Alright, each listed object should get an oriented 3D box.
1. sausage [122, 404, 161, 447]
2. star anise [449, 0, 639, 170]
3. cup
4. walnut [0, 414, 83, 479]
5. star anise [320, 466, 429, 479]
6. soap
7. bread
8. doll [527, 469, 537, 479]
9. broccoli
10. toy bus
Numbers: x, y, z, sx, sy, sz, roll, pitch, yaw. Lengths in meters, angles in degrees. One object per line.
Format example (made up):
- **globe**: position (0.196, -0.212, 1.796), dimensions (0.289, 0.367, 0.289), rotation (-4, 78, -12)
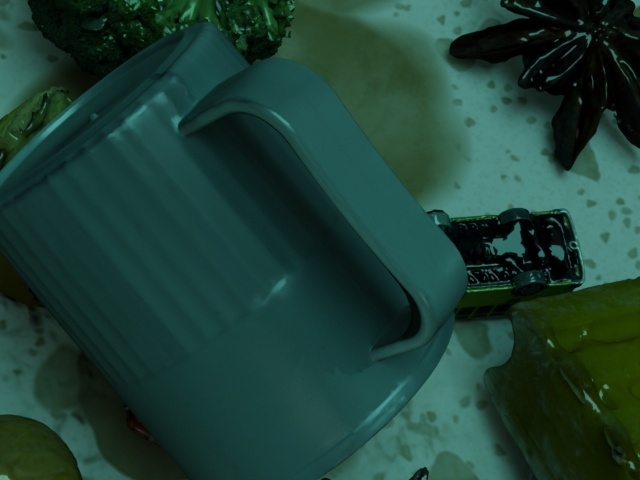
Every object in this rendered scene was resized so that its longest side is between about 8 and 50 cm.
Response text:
- **sausage**: position (-0.115, 0.174, 1.491), dimensions (0.129, 0.034, 0.034), rotation (28, 59, -4)
- **star anise**: position (0.268, -0.207, 1.759), dimensions (0.212, 0.129, 0.283), rotation (-41, 92, -18)
- **cup**: position (-0.078, 0.020, 1.327), dimensions (0.257, 0.331, 0.311), rotation (-42, 105, -8)
- **walnut**: position (-0.276, 0.225, 1.334), dimensions (0.197, 0.165, 0.165), rotation (-26, 75, -15)
- **star anise**: position (0.043, 0.301, 1.472), dimensions (0.171, 0.063, 0.208), rotation (-16, 74, -21)
- **soap**: position (0.330, 0.153, 1.556), dimensions (0.281, 0.143, 0.259), rotation (-7, 48, -29)
- **bread**: position (-0.239, -0.031, 1.495), dimensions (0.160, 0.169, 0.140), rotation (45, 57, -12)
- **doll**: position (0.215, 0.264, 1.542), dimensions (0.114, 0.057, 0.227), rotation (47, 52, 1)
- **broccoli**: position (-0.142, -0.250, 1.559), dimensions (0.270, 0.270, 0.270), rotation (19, 31, -12)
- **toy bus**: position (0.150, 0.025, 1.619), dimensions (0.175, 0.101, 0.088), rotation (-4, 66, -16)
